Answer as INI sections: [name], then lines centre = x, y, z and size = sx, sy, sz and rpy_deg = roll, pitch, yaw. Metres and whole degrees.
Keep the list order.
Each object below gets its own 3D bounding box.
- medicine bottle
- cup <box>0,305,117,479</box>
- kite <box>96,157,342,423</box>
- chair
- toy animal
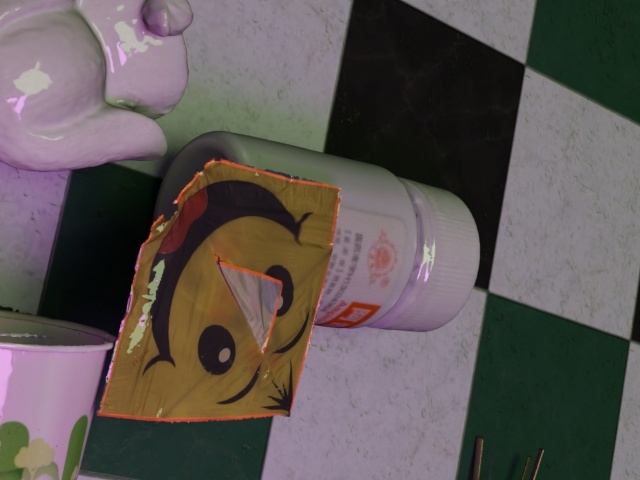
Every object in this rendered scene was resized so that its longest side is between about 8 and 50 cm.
[medicine bottle]
centre = 0.000, 0.000, 1.581
size = 0.371, 0.211, 0.211
rpy_deg = 11, 82, -40
[cup]
centre = -0.343, 0.204, 1.281
size = 0.253, 0.253, 0.273
rpy_deg = 8, 92, -40
[kite]
centre = -0.088, 0.074, 1.367
size = 0.377, 0.013, 0.327
rpy_deg = -47, 133, -28
[chair]
centre = 0.260, 0.401, 1.873
size = 0.095, 0.104, 0.221
rpy_deg = 44, 59, -50
[toy animal]
centre = -0.279, -0.187, 1.352
size = 0.265, 0.206, 0.271
rpy_deg = -28, 110, -41
